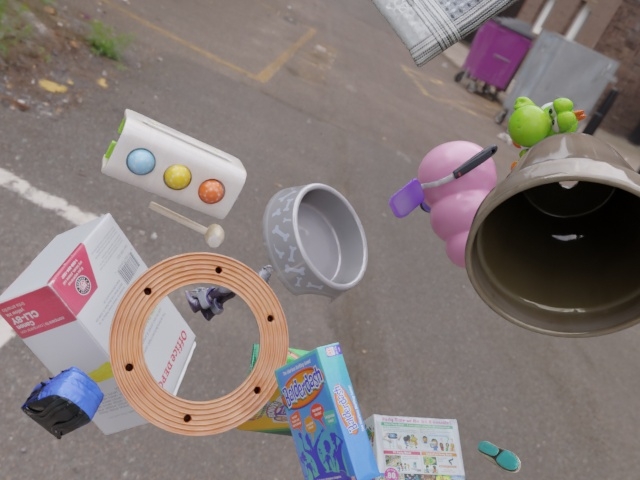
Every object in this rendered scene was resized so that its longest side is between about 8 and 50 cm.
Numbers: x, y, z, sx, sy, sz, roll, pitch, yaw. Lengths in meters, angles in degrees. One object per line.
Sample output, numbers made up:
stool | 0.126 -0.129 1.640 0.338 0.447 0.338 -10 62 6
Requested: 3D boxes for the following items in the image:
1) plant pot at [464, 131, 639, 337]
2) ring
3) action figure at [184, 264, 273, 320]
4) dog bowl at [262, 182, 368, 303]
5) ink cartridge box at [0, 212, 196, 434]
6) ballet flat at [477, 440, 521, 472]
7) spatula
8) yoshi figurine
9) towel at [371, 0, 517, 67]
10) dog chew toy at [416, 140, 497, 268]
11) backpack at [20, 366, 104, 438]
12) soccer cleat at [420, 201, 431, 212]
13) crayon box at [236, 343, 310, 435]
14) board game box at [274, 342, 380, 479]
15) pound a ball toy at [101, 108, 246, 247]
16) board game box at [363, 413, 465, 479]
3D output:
plant pot | 0.431 -0.043 1.074 0.323 0.323 0.280 27 42 1
ring | -0.221 0.189 1.162 0.336 0.337 0.032 18 -17 -19
action figure | -0.271 0.145 1.941 0.099 0.285 0.185 67 11 22
dog bowl | 0.000 0.000 1.718 0.348 0.102 0.349 25 55 -42
ink cartridge box | -0.463 0.183 1.349 0.385 0.160 0.279 61 19 -25
ballet flat | 0.506 0.610 1.733 0.052 0.057 0.168 55 -13 -19
spatula | 0.300 -0.149 1.503 0.084 0.296 0.030 58 5 -42
yoshi figurine | 0.588 -0.296 1.736 0.203 0.203 0.362 45 -4 11
towel | 0.222 -0.520 1.117 0.324 0.312 0.056 61 12 20
dog chew toy | 0.366 -0.083 1.592 0.206 0.206 0.332 5 69 -40
backpack | -0.442 0.273 1.085 0.098 0.120 0.101 46 38 -26
soccer cleat | 0.435 -0.131 1.867 0.318 0.109 0.116 -3 13 -34
crayon box | -0.093 0.346 1.410 0.165 0.278 0.081 9 49 -7
board game box | 0.004 0.289 1.008 0.047 0.160 0.210 -6 70 -34
pound a ball toy | -0.307 -0.111 1.335 0.319 0.208 0.136 23 18 -28
board game box | 0.219 0.571 1.444 0.224 0.097 0.303 8 58 -15
